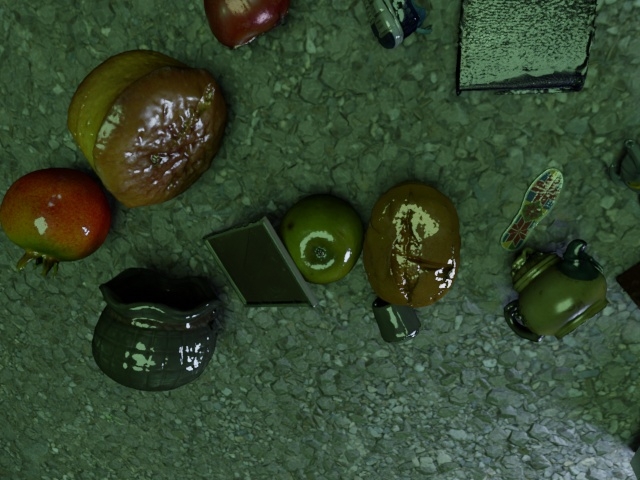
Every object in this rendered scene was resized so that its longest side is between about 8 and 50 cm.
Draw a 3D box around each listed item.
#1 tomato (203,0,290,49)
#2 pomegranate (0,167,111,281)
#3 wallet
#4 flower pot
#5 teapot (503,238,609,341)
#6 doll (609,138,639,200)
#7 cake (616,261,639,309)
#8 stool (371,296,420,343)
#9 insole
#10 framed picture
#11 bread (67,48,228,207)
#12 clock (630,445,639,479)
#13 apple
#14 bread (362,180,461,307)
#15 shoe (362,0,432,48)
[{"bbox_3d":[-0.136,-0.437,0.789,0.167,0.167,0.168,4,113,9],"label":"tomato"},{"bbox_3d":[-0.598,-0.039,0.995,0.220,0.221,0.257,11,70,7],"label":"pomegranate"},{"bbox_3d":[0.353,-0.392,0.767,0.220,0.071,0.263,3,109,15],"label":"wallet"},{"bbox_3d":[-0.379,0.198,1.045,0.301,0.302,0.214,14,101,5],"label":"flower pot"},{"bbox_3d":[0.461,0.101,0.907,0.183,0.173,0.270,54,145,25],"label":"teapot"},{"bbox_3d":[0.618,-0.116,0.825,0.195,0.062,0.104,45,151,-16],"label":"doll"},{"bbox_3d":[0.695,0.113,0.861,0.147,0.135,0.134,44,114,-3],"label":"cake"},{"bbox_3d":[0.172,0.174,1.015,0.096,0.096,0.110,-22,103,19],"label":"stool"},{"bbox_3d":[0.436,-0.060,0.913,0.065,0.006,0.194,25,114,1],"label":"insole"},{"bbox_3d":[-0.147,0.062,0.988,0.289,0.016,0.213,-12,112,51],"label":"framed picture"},{"bbox_3d":[-0.318,-0.214,0.848,0.172,0.312,0.312,38,115,14],"label":"bread"},{"bbox_3d":[0.878,0.473,0.996,0.261,0.116,0.232,13,109,4],"label":"clock"},{"bbox_3d":[0.000,0.000,0.943,0.196,0.157,0.197,1,112,1],"label":"apple"},{"bbox_3d":[0.188,0.008,0.917,0.195,0.143,0.270,4,111,9],"label":"bread"},{"bbox_3d":[0.126,-0.452,0.778,0.105,0.091,0.208,-24,102,-4],"label":"shoe"}]
